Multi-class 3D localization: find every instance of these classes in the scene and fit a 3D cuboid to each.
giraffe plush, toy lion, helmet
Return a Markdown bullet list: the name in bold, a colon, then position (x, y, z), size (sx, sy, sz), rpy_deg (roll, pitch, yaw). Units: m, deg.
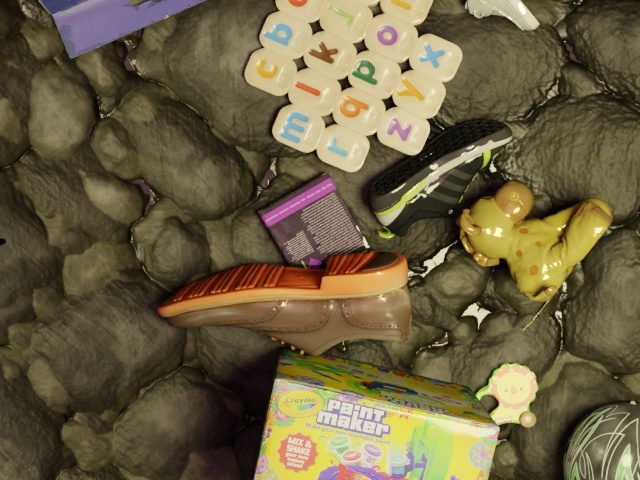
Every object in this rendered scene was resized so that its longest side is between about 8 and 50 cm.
- **giraffe plush**: position (0.279, -0.007, 1.715), size (0.170, 0.181, 0.210), rpy_deg (39, 75, 9)
- **toy lion**: position (0.268, 0.227, 1.792), size (0.100, 0.034, 0.096), rpy_deg (-11, 86, 0)
- **helmet**: position (0.421, 0.312, 1.732), size (0.161, 0.169, 0.169), rpy_deg (41, 92, -19)

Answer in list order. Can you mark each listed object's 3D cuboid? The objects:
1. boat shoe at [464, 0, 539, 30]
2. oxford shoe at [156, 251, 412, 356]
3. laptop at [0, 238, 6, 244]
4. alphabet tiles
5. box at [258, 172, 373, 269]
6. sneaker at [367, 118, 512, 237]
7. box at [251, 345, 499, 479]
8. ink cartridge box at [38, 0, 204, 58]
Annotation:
- **boat shoe**: position (0.226, -0.350, 1.742), size (0.184, 0.066, 0.063), rpy_deg (40, 106, -5)
- **oxford shoe**: position (-0.052, 0.105, 1.717), size (0.364, 0.130, 0.132), rpy_deg (-6, 107, 17)
- **laptop**: position (-0.521, 0.120, 1.647), size (0.264, 0.234, 0.136), rpy_deg (-28, 97, -6)
- **alphabet tiles**: position (0.046, -0.249, 1.758), size (0.278, 0.021, 0.284), rpy_deg (23, 93, 3)
- **box**: position (0.000, 0.000, 1.775), size (0.116, 0.029, 0.162), rpy_deg (-29, 92, 2)
- **sneaker**: position (0.175, -0.085, 1.761), size (0.235, 0.084, 0.097), rpy_deg (-30, 117, 2)
- **box**: position (0.063, 0.273, 1.666), size (0.290, 0.279, 0.177), rpy_deg (13, 93, -1)
- **ink cartridge box**: position (-0.282, -0.456, 1.726), size (0.303, 0.072, 0.307), rpy_deg (-24, 92, 1)
